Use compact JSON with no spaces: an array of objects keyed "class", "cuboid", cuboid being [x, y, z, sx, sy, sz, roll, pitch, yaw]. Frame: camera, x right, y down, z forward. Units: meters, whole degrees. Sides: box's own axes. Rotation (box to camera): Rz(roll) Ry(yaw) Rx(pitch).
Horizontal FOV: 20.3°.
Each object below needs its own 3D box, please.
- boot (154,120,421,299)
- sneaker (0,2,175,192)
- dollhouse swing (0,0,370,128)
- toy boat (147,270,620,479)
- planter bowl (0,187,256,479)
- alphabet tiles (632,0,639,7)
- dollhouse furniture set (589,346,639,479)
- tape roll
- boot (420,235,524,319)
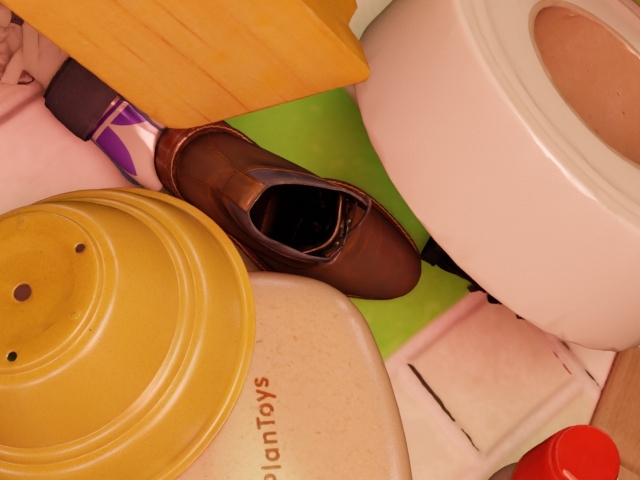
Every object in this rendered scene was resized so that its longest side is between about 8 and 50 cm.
[{"class":"boot","cuboid":[0.000,0.000,1.128,0.219,0.106,0.082,27,95,-34]},{"class":"sneaker","cuboid":[-0.183,-0.126,1.119,0.323,0.130,0.236,-22,76,-32]},{"class":"dollhouse swing","cuboid":[-0.200,-0.218,1.038,0.305,0.315,0.346,-27,62,14]},{"class":"toy boat","cuboid":[0.022,0.155,1.107,0.318,0.148,0.267,4,65,-12]},{"class":"planter bowl","cuboid":[-0.154,0.045,1.028,0.217,0.090,0.217,-9,60,16]},{"class":"alphabet tiles","cuboid":[0.166,-0.099,1.315,0.198,0.009,0.237,23,64,-12]},{"class":"dollhouse furniture set","cuboid":[0.278,0.135,1.194,0.144,0.151,0.123,31,63,-11]},{"class":"tape roll","cuboid":[0.159,-0.071,1.172,0.286,0.100,0.286,30,36,-25]},{"class":"boot","cuboid":[0.123,0.014,1.196,0.099,0.121,0.045,28,76,0]}]
